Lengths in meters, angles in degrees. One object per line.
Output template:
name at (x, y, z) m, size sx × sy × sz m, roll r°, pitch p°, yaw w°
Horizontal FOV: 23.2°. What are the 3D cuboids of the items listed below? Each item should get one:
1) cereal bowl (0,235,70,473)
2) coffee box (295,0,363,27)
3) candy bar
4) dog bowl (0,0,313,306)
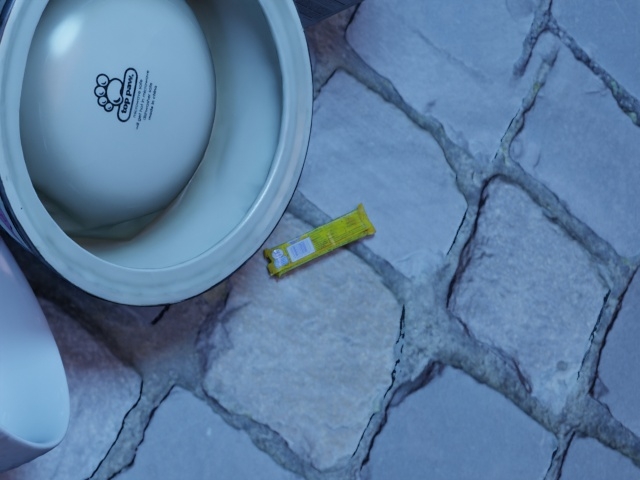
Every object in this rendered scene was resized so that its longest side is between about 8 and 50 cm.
cereal bowl at (-0.378, 0.074, 1.437) m, size 0.141 × 0.339 × 0.339 m, roll -29°, pitch 100°, yaw 5°
coffee box at (0.000, -0.335, 1.757) m, size 0.098 × 0.246 × 0.141 m, roll 24°, pitch 70°, yaw -28°
candy bar at (0.000, 0.000, 1.837) m, size 0.161 × 0.018 × 0.040 m, roll -25°, pitch 92°, yaw -33°
dog bowl at (-0.202, -0.143, 1.597) m, size 0.408 × 0.150 × 0.408 m, roll -9°, pitch 104°, yaw -42°
